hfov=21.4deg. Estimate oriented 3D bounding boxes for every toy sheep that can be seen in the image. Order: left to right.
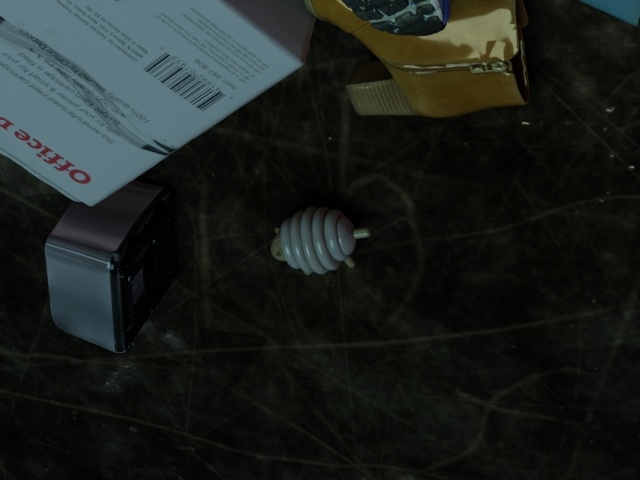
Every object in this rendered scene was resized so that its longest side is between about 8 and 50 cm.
[{"bbox_3d":[0.000,0.000,2.058,0.132,0.091,0.091,-14,122,18],"label":"toy sheep"}]

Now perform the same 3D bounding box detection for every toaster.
[{"bbox_3d":[-0.260,0.021,2.139,0.110,0.168,0.185,15,134,15],"label":"toaster"}]

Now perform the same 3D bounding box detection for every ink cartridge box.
[{"bbox_3d":[-0.235,-0.240,1.866,0.285,0.166,0.395,36,136,-26],"label":"ink cartridge box"}]

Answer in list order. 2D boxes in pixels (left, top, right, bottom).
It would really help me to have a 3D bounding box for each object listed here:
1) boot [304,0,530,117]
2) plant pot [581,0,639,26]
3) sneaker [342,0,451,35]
[{"bbox_3d":[0.103,-0.256,1.785,0.211,0.104,0.295,-7,128,23],"label":"boot"},{"bbox_3d":[0.234,-0.345,1.594,0.234,0.165,0.165,23,135,15],"label":"plant pot"},{"bbox_3d":[0.060,-0.357,1.656,0.130,0.147,0.330,-3,117,47],"label":"sneaker"}]
